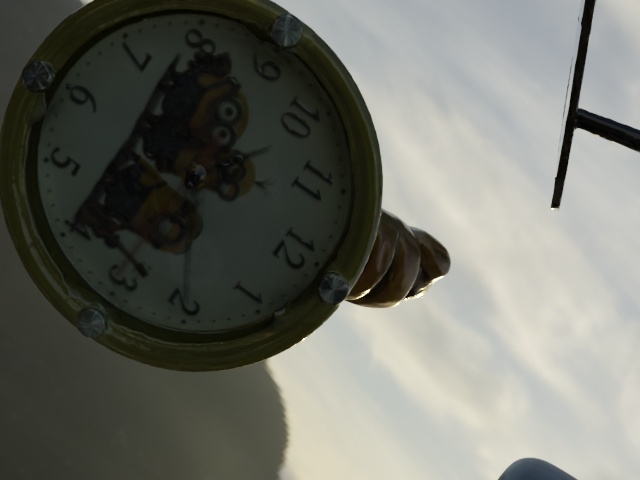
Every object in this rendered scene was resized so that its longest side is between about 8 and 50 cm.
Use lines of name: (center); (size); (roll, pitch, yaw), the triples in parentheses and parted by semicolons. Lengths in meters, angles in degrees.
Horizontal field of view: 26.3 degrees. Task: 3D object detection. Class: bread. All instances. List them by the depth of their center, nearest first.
bread: (0.000, 0.000, 1.079); (0.225, 0.081, 0.134); (24, -6, -41)

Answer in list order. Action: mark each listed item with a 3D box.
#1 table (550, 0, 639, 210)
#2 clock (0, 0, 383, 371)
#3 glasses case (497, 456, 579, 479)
table: (0.345, -0.184, 1.161); (0.249, 0.317, 0.317); (9, -21, 8)
clock: (-0.075, -0.039, 0.818); (0.237, 0.237, 0.057); (53, 14, -4)
glasses case: (0.206, 0.230, 1.019); (0.178, 0.067, 0.045); (36, -45, 14)
